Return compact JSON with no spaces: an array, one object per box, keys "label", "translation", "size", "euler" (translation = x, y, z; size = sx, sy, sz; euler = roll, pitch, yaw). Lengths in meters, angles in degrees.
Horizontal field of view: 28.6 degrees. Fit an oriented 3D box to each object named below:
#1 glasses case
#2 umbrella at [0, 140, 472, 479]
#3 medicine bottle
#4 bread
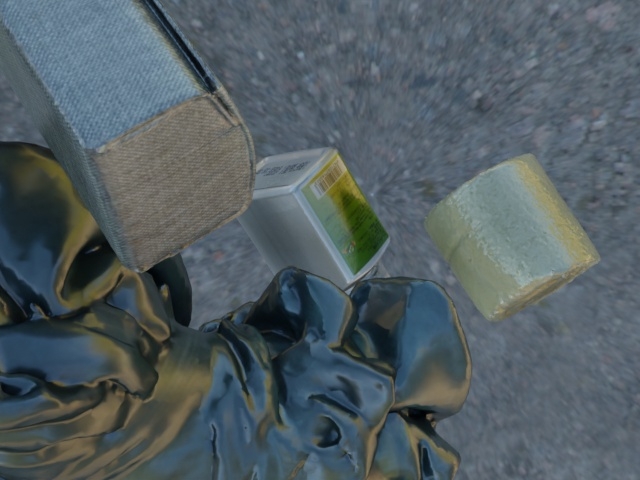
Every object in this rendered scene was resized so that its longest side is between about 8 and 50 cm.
[{"label":"glasses case","translation":[-0.091,-0.090,0.374],"size":[0.047,0.071,0.205],"euler":[-30,65,-12]},{"label":"umbrella","translation":[-0.091,0.046,0.426],"size":[0.349,0.094,0.143],"euler":[22,71,-33]},{"label":"medicine bottle","translation":[0.000,0.000,1.361],"size":[0.088,0.132,0.188],"euler":[-48,117,-33]},{"label":"bread","translation":[0.201,0.000,1.335],"size":[0.134,0.148,0.141],"euler":[-28,77,-20]}]
